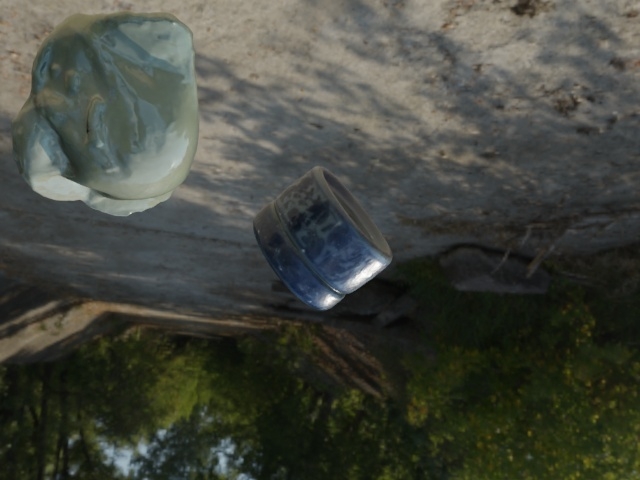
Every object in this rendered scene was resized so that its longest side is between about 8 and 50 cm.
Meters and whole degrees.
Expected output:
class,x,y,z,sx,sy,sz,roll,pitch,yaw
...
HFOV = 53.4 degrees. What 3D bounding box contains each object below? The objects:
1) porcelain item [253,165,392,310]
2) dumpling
class,x,y,z,sx,sy,sz,roll,pitch,yaw
porcelain item,0.000,0.000,0.754,0.114,0.147,0.147,-39,156,11
dumpling,-0.183,-0.102,0.549,0.152,0.124,0.228,1,136,-23
